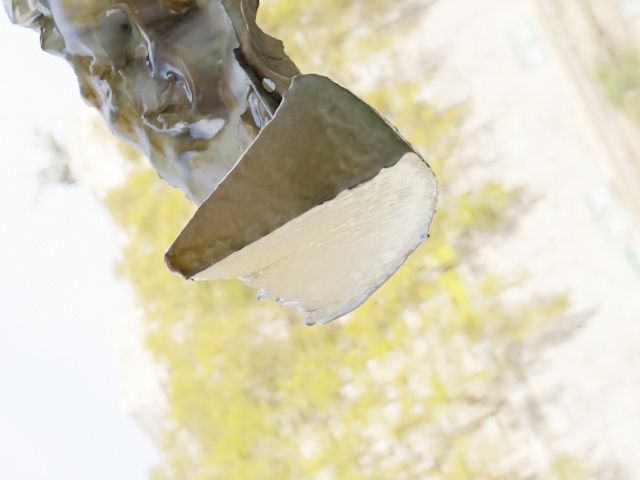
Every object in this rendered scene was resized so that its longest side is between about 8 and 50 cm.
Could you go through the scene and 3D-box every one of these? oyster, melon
[{"bbox_3d":[-0.100,-0.147,1.260,0.354,0.107,0.201,40,149,23],"label":"oyster"},{"bbox_3d":[0.005,-0.006,0.799,0.054,0.098,0.182,47,-174,17],"label":"melon"}]
